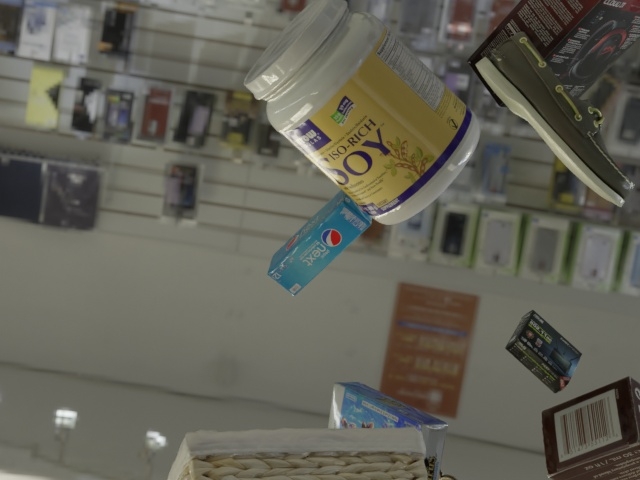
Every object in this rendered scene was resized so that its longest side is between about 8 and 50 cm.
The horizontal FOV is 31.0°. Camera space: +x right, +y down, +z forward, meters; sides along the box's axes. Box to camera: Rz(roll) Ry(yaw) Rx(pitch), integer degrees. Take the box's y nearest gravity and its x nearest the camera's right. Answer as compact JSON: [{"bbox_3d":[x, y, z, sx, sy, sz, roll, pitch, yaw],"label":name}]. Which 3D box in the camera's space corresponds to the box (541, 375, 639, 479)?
[{"bbox_3d":[0.580,0.399,2.035,0.381,0.143,0.191,31,134,-33],"label":"box"}]

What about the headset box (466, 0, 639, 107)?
[{"bbox_3d":[0.416,-0.350,1.877,0.218,0.293,0.110,-5,-124,-47],"label":"headset box"}]

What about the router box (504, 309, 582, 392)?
[{"bbox_3d":[0.388,0.192,2.001,0.122,0.038,0.092,42,-139,-1],"label":"router box"}]

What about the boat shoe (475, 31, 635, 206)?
[{"bbox_3d":[0.362,-0.181,1.707,0.305,0.091,0.109,49,-175,13],"label":"boat shoe"}]

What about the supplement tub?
[{"bbox_3d":[0.066,-0.213,1.849,0.331,0.241,0.241,41,178,-15],"label":"supplement tub"}]

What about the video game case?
[{"bbox_3d":[0.100,0.397,1.999,0.061,0.244,0.270,3,-173,-32],"label":"video game case"}]

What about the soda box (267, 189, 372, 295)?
[{"bbox_3d":[0.000,0.000,2.030,0.067,0.210,0.071,40,-152,-15],"label":"soda box"}]

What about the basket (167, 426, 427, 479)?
[{"bbox_3d":[-0.032,0.433,1.514,0.332,0.328,0.266,1,-128,-17],"label":"basket"}]

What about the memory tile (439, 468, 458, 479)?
[{"bbox_3d":[0.228,0.483,2.162,0.113,0.148,0.012,27,-134,12],"label":"memory tile"}]
